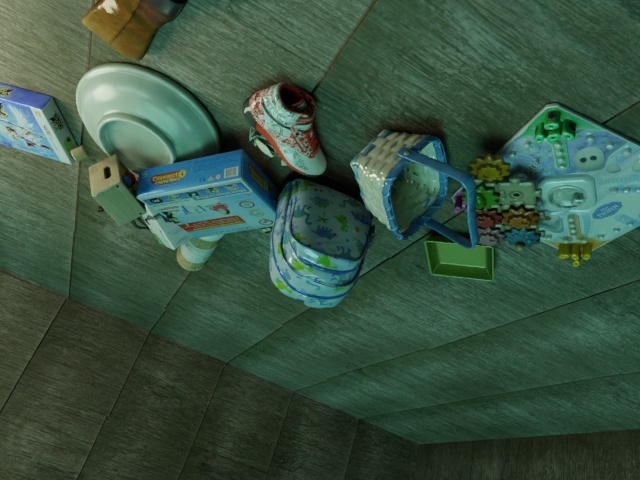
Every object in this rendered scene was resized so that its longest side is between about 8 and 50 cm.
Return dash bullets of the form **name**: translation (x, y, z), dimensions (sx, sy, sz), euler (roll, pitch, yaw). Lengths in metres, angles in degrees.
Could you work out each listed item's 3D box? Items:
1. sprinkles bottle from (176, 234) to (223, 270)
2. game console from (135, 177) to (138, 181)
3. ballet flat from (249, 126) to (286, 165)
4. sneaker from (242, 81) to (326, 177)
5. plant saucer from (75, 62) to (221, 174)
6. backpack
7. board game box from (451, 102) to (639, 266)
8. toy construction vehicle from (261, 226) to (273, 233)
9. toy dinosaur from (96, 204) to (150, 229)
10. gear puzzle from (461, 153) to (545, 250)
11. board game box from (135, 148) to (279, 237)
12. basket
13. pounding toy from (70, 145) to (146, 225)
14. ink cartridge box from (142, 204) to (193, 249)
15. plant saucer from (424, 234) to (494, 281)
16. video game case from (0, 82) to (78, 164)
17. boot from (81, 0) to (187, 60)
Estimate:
- **sprinkles bottle**: translation (-0.412, -0.004, 1.830), dimensions (0.121, 0.121, 0.355), euler (26, 149, -12)
- **game console**: translation (-0.556, -0.145, 1.785), dimensions (0.144, 0.085, 0.124), euler (21, -179, -4)
- **ballet flat**: translation (-0.101, -0.227, 1.344), dimensions (0.189, 0.070, 0.070), euler (29, 149, -18)
- **sneaker**: translation (-0.046, -0.254, 1.241), dimensions (0.145, 0.090, 0.270), euler (-13, 136, 46)
- **plant saucer**: translation (-0.469, -0.274, 1.406), dimensions (0.401, 0.100, 0.400), euler (11, 146, 8)
- **backpack**: translation (0.000, 0.000, 1.373), dimensions (0.290, 0.355, 0.273), euler (25, 149, -10)
- **board game box**: translation (0.560, -0.097, 1.203), dimensions (0.390, 0.050, 0.390), euler (23, 151, -7)
- **toy construction vehicle**: translation (-0.177, -0.067, 1.690), dimensions (0.098, 0.035, 0.086), euler (-14, 126, 39)
- **toy dinosaur**: translation (-0.722, -0.103, 1.905), dimensions (0.118, 0.064, 0.268), euler (5, 151, 10)
- **gear puzzle**: translation (0.418, -0.077, 1.221), dimensions (0.176, 0.044, 0.339), euler (2, 146, 28)
- **board game box**: translation (-0.288, -0.117, 1.473), dimensions (0.309, 0.086, 0.302), euler (-8, 158, 16)
- **basket**: translation (0.223, -0.114, 1.181), dimensions (0.289, 0.201, 0.254), euler (38, 164, 33)
- **pounding toy**: translation (-0.555, -0.178, 1.397), dimensions (0.094, 0.181, 0.206), euler (-26, 139, -1)
- **ink cartridge box**: translation (-0.506, -0.086, 1.672), dimensions (0.153, 0.087, 0.208), euler (13, 135, 55)
- **plant saucer**: translation (0.405, 0.044, 1.529), dimensions (0.188, 0.045, 0.188), euler (5, 147, 22)
- **video game case**: translation (-0.889, -0.354, 1.578), dimensions (0.270, 0.061, 0.244), euler (16, 149, 6)
- **boot**: translation (-0.424, -0.511, 1.064), dimensions (0.264, 0.096, 0.281), euler (29, 157, -32)
